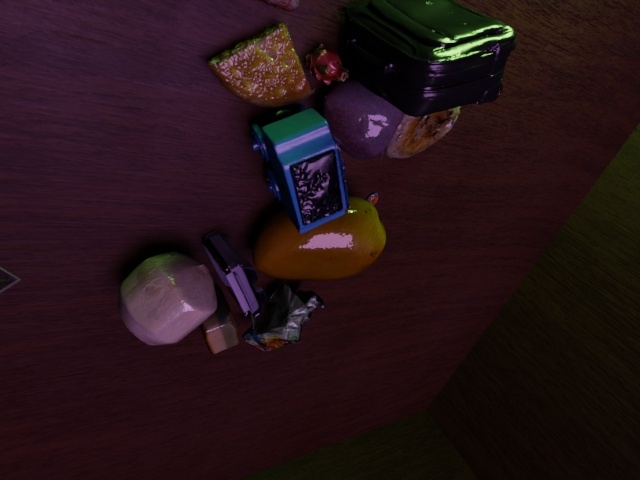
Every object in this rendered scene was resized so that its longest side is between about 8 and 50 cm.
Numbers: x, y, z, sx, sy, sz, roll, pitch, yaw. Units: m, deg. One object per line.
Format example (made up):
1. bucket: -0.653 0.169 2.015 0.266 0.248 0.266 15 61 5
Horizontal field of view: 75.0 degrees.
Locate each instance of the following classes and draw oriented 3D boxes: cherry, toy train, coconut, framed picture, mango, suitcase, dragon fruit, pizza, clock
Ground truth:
1. cherry: 0.120 -0.337 1.146 0.265 0.183 0.214 24 96 -32
2. toy train: -0.050 -0.187 1.094 0.187 0.265 0.300 -25 136 -11
3. coconut: -0.408 0.148 1.155 0.247 0.245 0.245 -38 139 -2
4. framed picture: -0.788 0.102 1.005 0.089 0.007 0.066 -34 139 -6
5. mango: 0.000 0.000 1.333 0.445 0.232 0.300 -10 136 -18
6. suitcase: 0.242 -0.454 1.011 0.339 0.345 0.188 -21 143 -21
7. dragon fruit: 0.017 -0.433 1.039 0.081 0.116 0.086 -54 146 9
8. pizza: -0.126 -0.418 0.990 0.292 0.058 0.197 -3 127 -37
9. clock: -0.256 0.102 1.263 0.083 0.186 0.253 -31 139 -17

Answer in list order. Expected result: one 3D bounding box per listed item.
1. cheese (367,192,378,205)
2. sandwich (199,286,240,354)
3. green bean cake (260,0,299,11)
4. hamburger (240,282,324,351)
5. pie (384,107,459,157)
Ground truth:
1. cheese: 0.176 -0.124 1.505 0.047 0.017 0.111 5 123 -36
2. sandwich: -0.338 0.235 1.317 0.108 0.186 0.220 -21 154 -18
3. green bean cake: -0.094 -0.571 0.876 0.135 0.056 0.136 2 125 -36
4. hamburger: -0.144 0.247 1.474 0.151 0.260 0.276 56 50 -26
5. pie: 0.332 -0.387 1.293 0.339 0.077 0.339 -37 155 -20
